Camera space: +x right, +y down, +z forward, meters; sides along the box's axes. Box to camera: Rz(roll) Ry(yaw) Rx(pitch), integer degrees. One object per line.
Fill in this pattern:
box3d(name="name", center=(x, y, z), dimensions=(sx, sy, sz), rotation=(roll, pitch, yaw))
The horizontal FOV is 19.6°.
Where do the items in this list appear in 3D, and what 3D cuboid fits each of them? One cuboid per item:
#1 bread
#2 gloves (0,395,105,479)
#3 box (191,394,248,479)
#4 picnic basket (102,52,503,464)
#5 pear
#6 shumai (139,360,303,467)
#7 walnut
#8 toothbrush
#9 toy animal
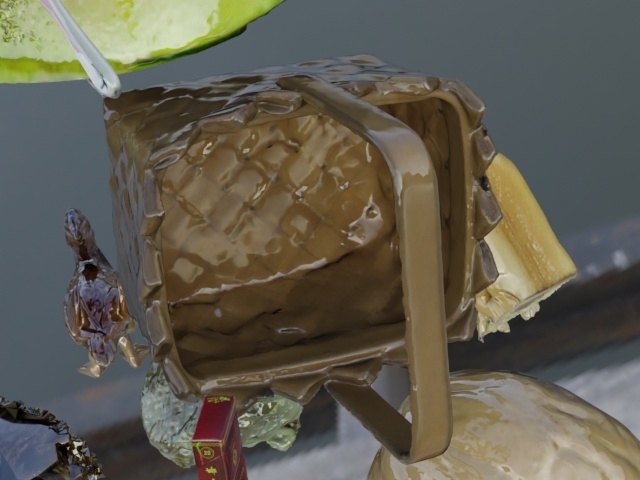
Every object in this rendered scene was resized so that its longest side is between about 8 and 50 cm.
box3d(name="bread", center=(0.163, 0.001, 1.818), dimensions=(0.134, 0.173, 0.085), rotation=(-21, -11, -46))
box3d(name="gloves", center=(-0.236, 0.247, 1.187), dimensions=(0.210, 0.135, 0.312), rotation=(-9, 69, 25))
box3d(name="box", center=(-0.069, 0.155, 1.282), dimensions=(0.023, 0.082, 0.051), rotation=(-2, 32, 9))
box3d(name="picnic basket", center=(0.000, 0.000, 1.392), dimensions=(0.291, 0.254, 0.321), rotation=(-14, 25, -22))
box3d(name="pear", center=(-0.170, -0.291, 1.469), dimensions=(0.398, 0.165, 0.399), rotation=(-9, 31, 6))
box3d(name="shumai", center=(-0.088, 0.167, 1.930), dimensions=(0.184, 0.142, 0.184), rotation=(-19, 50, 24))
box3d(name="walnut", center=(0.167, 0.221, 1.547), dimensions=(0.261, 0.225, 0.225), rotation=(29, 63, 1))
box3d(name="toothbrush", center=(-0.169, -0.147, 1.088), dimensions=(0.022, 0.017, 0.204), rotation=(-21, 53, -24))
box3d(name="toy animal", center=(-0.239, 0.062, 1.977), dimensions=(0.089, 0.179, 0.188), rotation=(-16, 19, -3))
